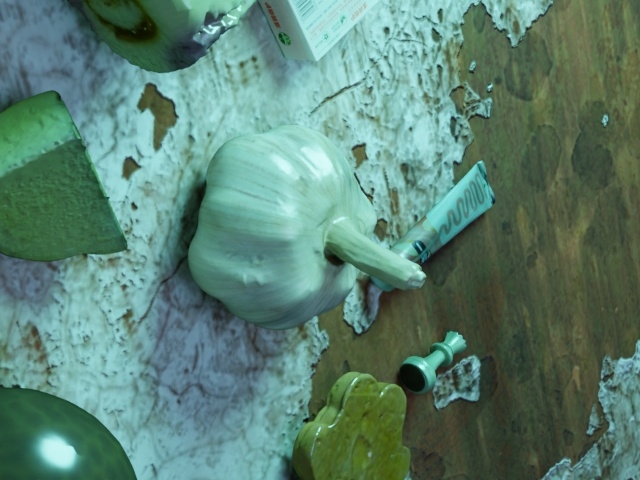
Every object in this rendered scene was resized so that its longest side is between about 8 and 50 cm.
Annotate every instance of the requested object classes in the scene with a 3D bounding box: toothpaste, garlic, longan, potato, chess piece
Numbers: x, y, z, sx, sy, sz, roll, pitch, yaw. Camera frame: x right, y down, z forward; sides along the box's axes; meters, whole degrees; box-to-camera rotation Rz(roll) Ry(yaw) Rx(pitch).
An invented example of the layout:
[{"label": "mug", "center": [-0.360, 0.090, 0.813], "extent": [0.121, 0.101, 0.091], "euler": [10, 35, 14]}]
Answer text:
[{"label": "toothpaste", "center": [0.125, -0.013, 1.756], "extent": [0.205, 0.036, 0.056], "euler": [-41, 123, -38]}, {"label": "garlic", "center": [0.000, 0.000, 1.493], "extent": [0.199, 0.226, 0.199], "euler": [-19, 116, -43]}, {"label": "longan", "center": [-0.250, 0.216, 1.303], "extent": [0.212, 0.198, 0.198], "euler": [-41, 124, -35]}, {"label": "potato", "center": [-0.244, -0.040, 1.363], "extent": [0.120, 0.081, 0.149], "euler": [-26, 138, -7]}, {"label": "chess piece", "center": [0.128, 0.130, 1.782], "extent": [0.093, 0.042, 0.042], "euler": [-34, 120, -43]}]

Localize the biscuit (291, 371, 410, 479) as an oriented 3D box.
[{"label": "biscuit", "center": [0.014, 0.278, 1.688], "extent": [0.202, 0.044, 0.289], "euler": [16, 85, -49]}]

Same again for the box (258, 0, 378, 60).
[{"label": "box", "center": [0.001, -0.244, 1.575], "extent": [0.125, 0.043, 0.089], "euler": [-46, 127, -30]}]

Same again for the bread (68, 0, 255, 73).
[{"label": "bread", "center": [-0.084, -0.314, 1.396], "extent": [0.338, 0.155, 0.187], "euler": [-49, 121, -25]}]
